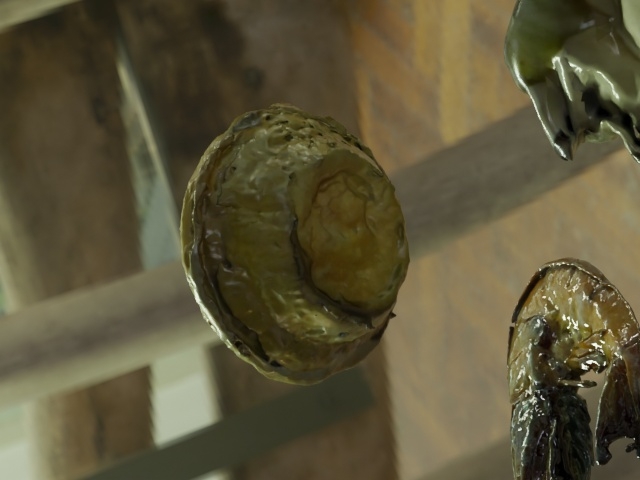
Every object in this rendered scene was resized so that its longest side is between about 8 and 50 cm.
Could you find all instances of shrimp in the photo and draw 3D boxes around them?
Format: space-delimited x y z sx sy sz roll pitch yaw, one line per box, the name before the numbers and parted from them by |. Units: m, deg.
shrimp | 0.214 0.146 1.376 0.178 0.075 0.289 136 143 -55

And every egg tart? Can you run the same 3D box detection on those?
egg tart | 0.000 0.000 2.010 0.132 0.345 0.345 -10 100 45

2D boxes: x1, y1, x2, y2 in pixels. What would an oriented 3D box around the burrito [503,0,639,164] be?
burrito | 0.254 -0.127 0.948 0.332 0.135 0.190 14 127 43
